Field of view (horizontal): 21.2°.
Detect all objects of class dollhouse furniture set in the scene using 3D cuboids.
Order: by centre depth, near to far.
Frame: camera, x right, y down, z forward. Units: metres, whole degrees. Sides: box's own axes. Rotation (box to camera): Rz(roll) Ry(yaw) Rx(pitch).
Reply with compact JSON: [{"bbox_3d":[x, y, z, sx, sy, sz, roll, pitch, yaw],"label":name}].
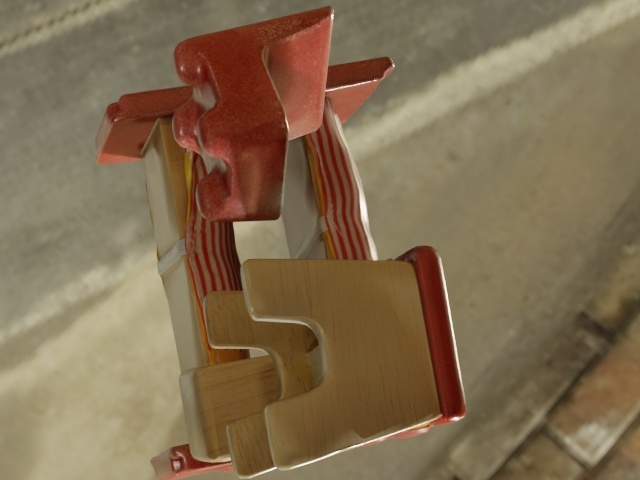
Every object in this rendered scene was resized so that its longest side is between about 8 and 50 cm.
[{"bbox_3d":[0.000,0.000,0.798,0.152,0.201,0.374,-9,173,-14],"label":"dollhouse furniture set"}]
